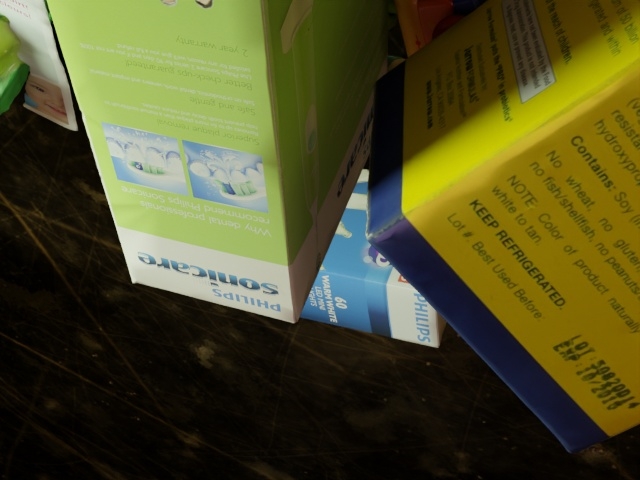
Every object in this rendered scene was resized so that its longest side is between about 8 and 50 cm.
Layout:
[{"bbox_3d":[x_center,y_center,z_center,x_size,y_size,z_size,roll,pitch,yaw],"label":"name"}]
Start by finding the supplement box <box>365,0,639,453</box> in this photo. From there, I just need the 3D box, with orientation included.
[{"bbox_3d":[0.223,-0.079,0.522,0.357,0.195,0.194,-33,115,24],"label":"supplement box"}]

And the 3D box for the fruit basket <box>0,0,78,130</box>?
[{"bbox_3d":[-0.353,-0.212,0.759,0.327,0.165,0.353,27,169,-1],"label":"fruit basket"}]

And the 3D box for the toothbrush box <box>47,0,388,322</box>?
[{"bbox_3d":[-0.041,-0.123,0.571,0.122,0.206,0.283,12,142,14],"label":"toothbrush box"}]

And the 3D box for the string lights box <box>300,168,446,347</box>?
[{"bbox_3d":[0.000,0.000,0.883,0.260,0.133,0.076,10,138,20],"label":"string lights box"}]

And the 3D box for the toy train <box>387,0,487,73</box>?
[{"bbox_3d":[0.075,-0.169,0.686,0.143,0.105,0.248,16,143,35],"label":"toy train"}]
